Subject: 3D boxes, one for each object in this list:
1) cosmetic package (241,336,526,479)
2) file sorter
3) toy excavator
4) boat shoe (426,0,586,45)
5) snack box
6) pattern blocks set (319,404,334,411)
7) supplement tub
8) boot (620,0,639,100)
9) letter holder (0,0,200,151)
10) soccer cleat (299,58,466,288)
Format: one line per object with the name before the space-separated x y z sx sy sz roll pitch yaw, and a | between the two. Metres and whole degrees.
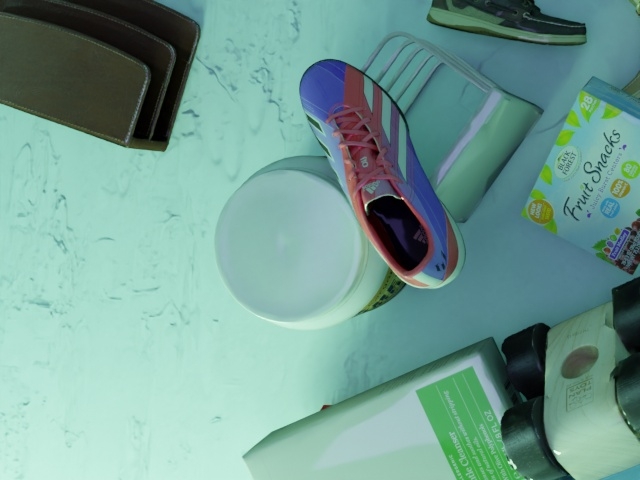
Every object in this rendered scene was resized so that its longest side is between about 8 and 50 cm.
cosmetic package | 0.104 0.296 1.915 0.365 0.155 0.197 -27 88 14
file sorter | 0.150 -0.150 1.847 0.173 0.278 0.193 38 102 15
toy excavator | 0.442 0.333 1.782 0.222 0.433 0.445 -30 118 29
boat shoe | 0.256 -0.312 1.906 0.224 0.080 0.073 12 101 20
snack box | 0.387 -0.085 1.851 0.174 0.070 0.207 30 122 12
pattern blocks set | 0.129 0.389 2.006 0.285 0.026 0.324 -4 92 16
supplement tub | 0.000 0.000 1.872 0.228 0.316 0.228 1 93 16
boot | 0.436 -0.289 1.859 0.213 0.077 0.165 -43 80 13
letter holder | -0.354 -0.278 2.047 0.302 0.152 0.214 20 96 14
soccer cleat | 0.065 -0.086 1.669 0.109 0.116 0.318 -32 79 17
